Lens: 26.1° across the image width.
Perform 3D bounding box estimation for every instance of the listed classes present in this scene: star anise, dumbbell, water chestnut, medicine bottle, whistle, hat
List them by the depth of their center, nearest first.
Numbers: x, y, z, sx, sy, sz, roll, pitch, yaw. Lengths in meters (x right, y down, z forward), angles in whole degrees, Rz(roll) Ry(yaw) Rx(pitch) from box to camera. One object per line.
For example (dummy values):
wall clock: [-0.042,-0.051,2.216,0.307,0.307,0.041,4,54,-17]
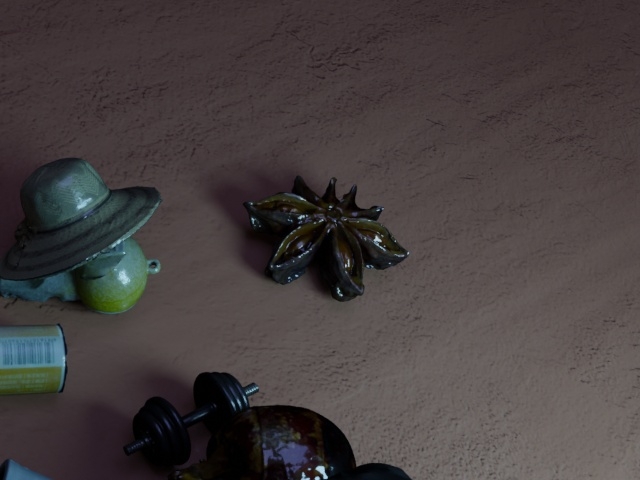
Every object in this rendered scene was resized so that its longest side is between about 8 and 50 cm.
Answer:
water chestnut: [-0.071,0.309,1.717,0.238,0.223,0.223,-4,53,-15]
medicine bottle: [-0.537,0.158,1.734,0.426,0.108,0.108,1,51,-23]
dumbbell: [-0.167,0.233,1.813,0.208,0.099,0.099,-23,63,-33]
hat: [-0.349,-0.053,1.881,0.252,0.252,0.110,-44,119,-41]
whistle: [-0.331,0.053,1.918,0.223,0.123,0.123,-8,52,-1]
star anise: [0.005,0.005,2.085,0.214,0.099,0.220,-29,70,-22]

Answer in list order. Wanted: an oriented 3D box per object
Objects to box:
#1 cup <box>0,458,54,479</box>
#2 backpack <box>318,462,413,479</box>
cup: [-0.251,0.439,1.461,0.311,0.257,0.331,24,53,-13]
backpack: [0.073,0.448,1.516,0.255,0.445,0.363,1,69,5]
